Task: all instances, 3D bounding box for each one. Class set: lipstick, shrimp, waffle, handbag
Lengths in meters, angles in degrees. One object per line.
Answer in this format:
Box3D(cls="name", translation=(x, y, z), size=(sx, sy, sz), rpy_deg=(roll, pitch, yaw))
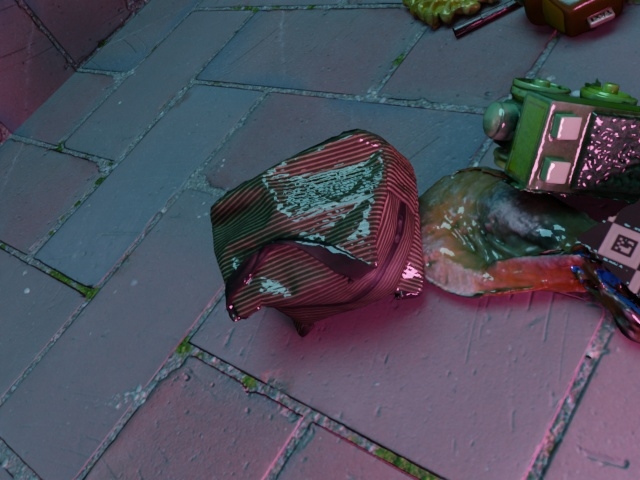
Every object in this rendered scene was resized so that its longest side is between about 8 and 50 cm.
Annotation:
Box3D(cls="lipstick", translation=(0.376, -0.495, 1.444), size=(0.176, 0.027, 0.027), rpy_deg=(-24, 43, 9))
Box3D(cls="shrimp", translation=(0.290, 0.014, 0.977), size=(0.221, 0.110, 0.445), rpy_deg=(-49, 40, -8))
Box3D(cls="waffle", translation=(0.323, -0.607, 1.558), size=(0.250, 0.056, 0.261), rpy_deg=(-28, 40, 6))
Box3D(cls="handbag", translation=(0.000, 0.000, 1.040), size=(0.340, 0.247, 0.240), rpy_deg=(-22, 65, 26))

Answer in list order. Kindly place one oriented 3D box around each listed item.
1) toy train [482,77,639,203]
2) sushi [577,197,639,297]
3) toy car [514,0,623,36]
Box3D(cls="toy train", translation=(0.380, -0.149, 0.966), size=(0.271, 0.159, 0.188), rpy_deg=(5, 23, -14))
Box3D(cls="sushi", translation=(0.512, 0.039, 0.798), size=(0.264, 0.050, 0.290), rpy_deg=(-32, 60, -5))
Box3D(cls="toy car", translation=(0.512, -0.500, 1.273), size=(0.247, 0.204, 0.198), rpy_deg=(-23, 66, 14))
